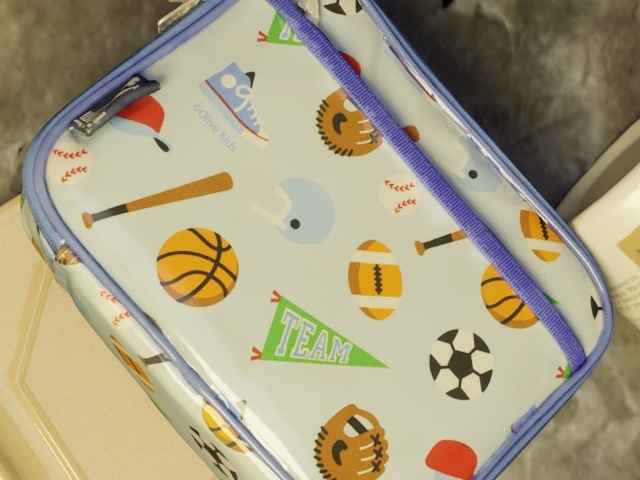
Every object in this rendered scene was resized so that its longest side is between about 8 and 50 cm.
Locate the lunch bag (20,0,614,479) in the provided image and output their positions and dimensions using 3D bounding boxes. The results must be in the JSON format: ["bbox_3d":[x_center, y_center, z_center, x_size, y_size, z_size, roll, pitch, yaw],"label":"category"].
[{"bbox_3d":[0.000,0.000,0.567,0.243,0.115,0.303,-40,92,-21],"label":"lunch bag"}]

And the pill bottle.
[{"bbox_3d":[0.258,0.029,0.615,0.229,0.131,0.131,43,81,-1],"label":"pill bottle"}]

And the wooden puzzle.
[{"bbox_3d":[-0.096,0.054,0.617,0.238,0.044,0.221,-33,89,-15],"label":"wooden puzzle"}]
